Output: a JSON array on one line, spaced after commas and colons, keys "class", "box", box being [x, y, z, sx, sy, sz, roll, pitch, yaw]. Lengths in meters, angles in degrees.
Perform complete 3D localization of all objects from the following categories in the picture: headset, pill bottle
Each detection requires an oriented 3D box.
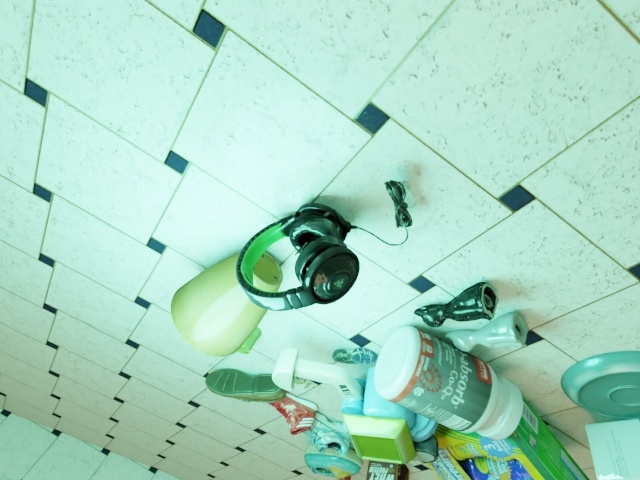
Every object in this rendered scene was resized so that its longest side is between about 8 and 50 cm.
[{"class": "headset", "box": [0.000, 0.000, 0.917, 0.395, 0.243, 0.185, -18, 132, 4]}, {"class": "pill bottle", "box": [0.351, 0.399, 1.195, 0.363, 0.210, 0.210, 26, 135, -9]}]

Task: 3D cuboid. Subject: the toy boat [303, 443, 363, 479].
[{"class": "toy boat", "box": [0.074, 1.039, 1.942, 0.268, 0.148, 0.318, -6, 130, 22]}]

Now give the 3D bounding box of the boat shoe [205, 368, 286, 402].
[{"class": "boat shoe", "box": [-0.283, 0.562, 1.622, 0.308, 0.110, 0.104, 3, 132, 15]}]

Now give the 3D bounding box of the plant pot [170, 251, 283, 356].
[{"class": "plant pot", "box": [-0.223, 0.142, 1.140, 0.237, 0.237, 0.254, 39, 118, -19]}]

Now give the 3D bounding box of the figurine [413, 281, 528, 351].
[{"class": "figurine", "box": [0.382, 0.213, 1.104, 0.215, 0.092, 0.210, 39, 139, -21]}]

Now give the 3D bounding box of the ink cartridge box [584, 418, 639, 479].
[{"class": "ink cartridge box", "box": [1.002, 0.602, 1.187, 0.395, 0.166, 0.286, -27, 131, 35]}]

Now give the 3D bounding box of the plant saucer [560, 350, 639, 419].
[{"class": "plant saucer", "box": [0.834, 0.407, 1.168, 0.318, 0.043, 0.317, 9, 135, 9]}]

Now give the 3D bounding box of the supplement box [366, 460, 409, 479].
[{"class": "supplement box", "box": [0.289, 1.042, 1.846, 0.129, 0.191, 0.194, -9, 130, 25]}]

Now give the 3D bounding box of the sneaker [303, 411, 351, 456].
[{"class": "sneaker", "box": [-0.003, 0.773, 1.728, 0.283, 0.122, 0.110, 19, 136, 0]}]

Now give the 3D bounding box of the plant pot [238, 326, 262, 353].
[{"class": "plant pot", "box": [-0.243, 0.323, 1.402, 0.084, 0.079, 0.083, 10, 134, 10]}]

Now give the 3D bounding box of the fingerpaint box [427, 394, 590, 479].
[{"class": "fingerpaint box", "box": [0.578, 0.723, 1.388, 0.371, 0.163, 0.444, -33, 100, 39]}]

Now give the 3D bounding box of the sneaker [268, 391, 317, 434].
[{"class": "sneaker", "box": [-0.129, 0.664, 1.659, 0.222, 0.128, 0.086, 14, 135, 4]}]

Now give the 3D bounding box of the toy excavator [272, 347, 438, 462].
[{"class": "toy excavator", "box": [0.124, 0.465, 1.311, 0.434, 0.222, 0.445, -7, 132, 22]}]

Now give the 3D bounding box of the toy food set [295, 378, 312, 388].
[{"class": "toy food set", "box": [-0.090, 0.486, 1.556, 0.122, 0.019, 0.078, 34, 133, -5]}]

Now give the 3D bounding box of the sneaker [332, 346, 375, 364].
[{"class": "sneaker", "box": [0.105, 0.367, 1.361, 0.136, 0.052, 0.058, 3, 154, 6]}]

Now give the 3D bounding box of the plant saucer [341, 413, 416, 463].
[{"class": "plant saucer", "box": [0.166, 0.579, 1.238, 0.189, 0.045, 0.188, -4, 124, 22]}]
